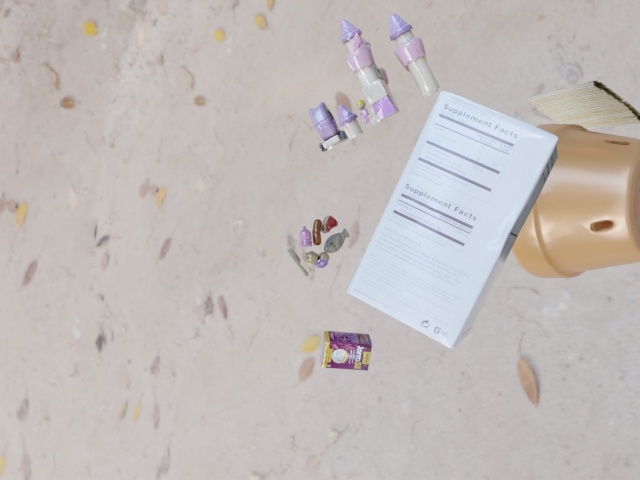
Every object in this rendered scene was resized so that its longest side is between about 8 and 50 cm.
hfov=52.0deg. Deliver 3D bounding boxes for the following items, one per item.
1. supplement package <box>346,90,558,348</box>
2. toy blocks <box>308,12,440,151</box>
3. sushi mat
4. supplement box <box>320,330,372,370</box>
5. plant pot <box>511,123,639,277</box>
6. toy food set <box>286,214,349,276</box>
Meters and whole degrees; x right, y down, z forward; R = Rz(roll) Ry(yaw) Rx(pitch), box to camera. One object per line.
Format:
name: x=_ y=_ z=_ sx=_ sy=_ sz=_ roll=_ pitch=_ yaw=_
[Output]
supplement package: x=0.155 y=-0.022 z=0.749 sx=0.133 sy=0.139 sz=0.244 roll=27 pitch=97 yaw=18
toy blocks: x=0.095 y=-0.403 z=1.554 sx=0.308 sy=0.288 sz=0.260 roll=-28 pitch=96 yaw=13
sushi mat: x=0.599 y=-0.301 z=1.502 sx=0.019 sy=0.151 sz=0.316 roll=-56 pitch=10 yaw=1
supplement box: x=0.044 y=0.194 z=1.153 sx=0.043 sy=0.083 sz=0.055 roll=-104 pitch=19 yaw=-69
plant pot: x=0.494 y=-0.068 z=1.174 sx=0.203 sy=0.290 sz=0.291 roll=5 pitch=88 yaw=49
toy food set: x=0.000 y=0.000 z=1.089 sx=0.019 sy=0.122 sz=0.078 roll=-15 pitch=117 yaw=51
